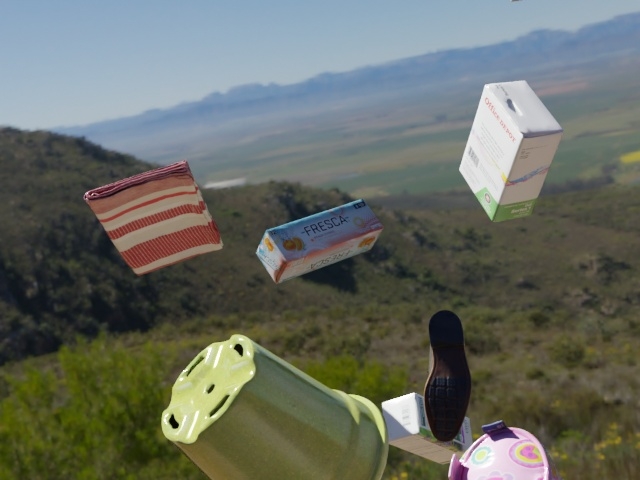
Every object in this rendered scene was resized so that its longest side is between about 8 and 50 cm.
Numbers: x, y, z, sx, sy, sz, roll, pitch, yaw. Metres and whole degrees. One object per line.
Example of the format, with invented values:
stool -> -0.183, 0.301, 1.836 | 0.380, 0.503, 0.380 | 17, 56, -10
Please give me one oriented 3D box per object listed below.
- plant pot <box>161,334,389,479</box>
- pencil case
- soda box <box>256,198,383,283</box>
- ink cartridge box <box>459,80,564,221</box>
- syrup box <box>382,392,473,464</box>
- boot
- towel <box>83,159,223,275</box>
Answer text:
plant pot -> -0.085, 0.282, 1.275 | 0.276, 0.254, 0.276 | -34, 29, 22
pencil case -> 0.248, 0.336, 1.039 | 0.124, 0.284, 0.124 | -17, 44, 18
soda box -> 0.000, 0.000, 1.263 | 0.183, 0.063, 0.058 | -19, -27, -34
ink cartridge box -> 0.455, -0.216, 2.091 | 0.117, 0.278, 0.201 | -10, 49, -17
syrup box -> 0.244, 0.425, 1.938 | 0.096, 0.093, 0.237 | -24, -37, 32
boot -> 0.222, 0.236, 1.494 | 0.082, 0.219, 0.106 | 1, -13, 12
towel -> -0.372, -0.039, 1.996 | 0.237, 0.329, 0.037 | -18, 55, -1
